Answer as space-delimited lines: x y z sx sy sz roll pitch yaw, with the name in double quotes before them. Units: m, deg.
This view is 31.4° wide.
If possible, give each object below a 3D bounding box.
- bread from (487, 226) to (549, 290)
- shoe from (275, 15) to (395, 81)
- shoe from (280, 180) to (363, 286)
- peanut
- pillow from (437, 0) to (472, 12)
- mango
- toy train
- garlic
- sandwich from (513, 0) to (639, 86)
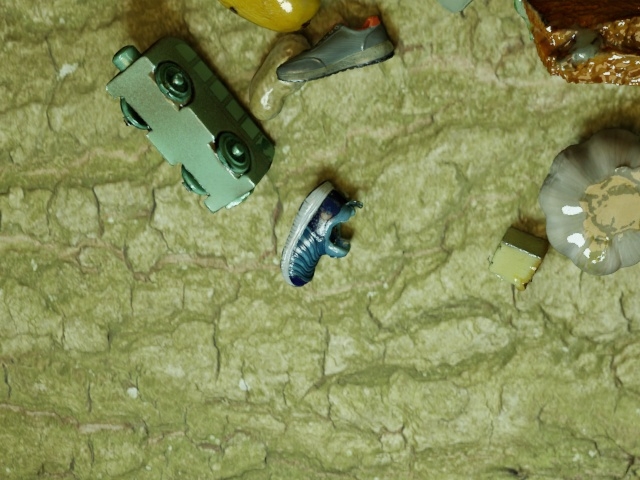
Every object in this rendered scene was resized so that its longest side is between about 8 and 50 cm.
"bread" 0.319 0.041 1.897 0.084 0.080 0.109 27 120 8
"shoe" 0.019 -0.302 1.806 0.194 0.074 0.077 -15 101 -7
"shoe" 0.000 0.000 1.986 0.106 0.091 0.207 31 119 9
"peanut" -0.067 -0.266 1.884 0.080 0.080 0.174 35 126 0
"pillow" 0.213 -0.512 1.621 0.255 0.120 0.322 42 120 -6
"mango" -0.109 -0.434 1.793 0.262 0.109 0.157 43 132 1
"toy train" -0.217 -0.205 1.924 0.129 0.159 0.326 -32 106 33
"garlic" 0.446 -0.061 1.753 0.228 0.152 0.227 1 92 19
"sandwich" 0.408 -0.300 1.624 0.292 0.212 0.109 -4 130 8
